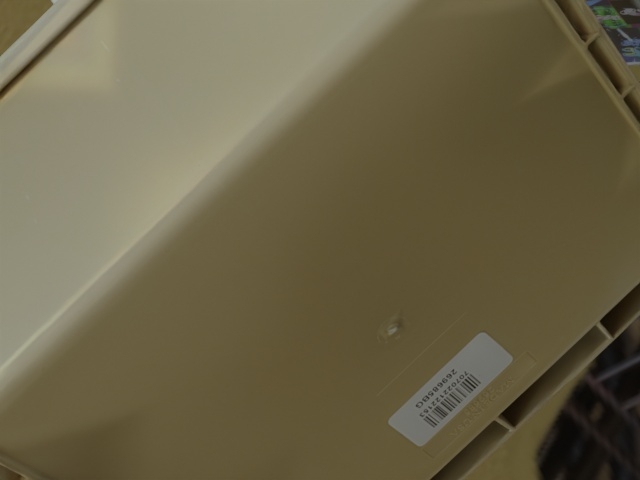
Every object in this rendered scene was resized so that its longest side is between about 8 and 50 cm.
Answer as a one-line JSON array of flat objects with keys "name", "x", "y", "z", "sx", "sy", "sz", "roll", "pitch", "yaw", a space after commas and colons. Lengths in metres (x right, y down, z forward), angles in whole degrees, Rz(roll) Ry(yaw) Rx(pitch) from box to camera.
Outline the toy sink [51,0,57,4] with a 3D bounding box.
[{"name": "toy sink", "x": -0.061, "y": -0.234, "z": 0.953, "sx": 0.234, "sy": 0.131, "sz": 0.152, "roll": -11, "pitch": -130, "yaw": -29}]

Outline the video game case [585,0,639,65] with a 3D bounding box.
[{"name": "video game case", "x": 0.250, "y": -0.163, "z": 1.037, "sx": 0.201, "sy": 0.183, "sz": 0.023, "roll": 30, "pitch": -116, "yaw": -58}]

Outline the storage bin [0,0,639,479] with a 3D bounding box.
[{"name": "storage bin", "x": 0.000, "y": 0.000, "z": 0.634, "sx": 0.123, "sy": 0.262, "sz": 0.260, "roll": 49, "pitch": -175, "yaw": 40}]
